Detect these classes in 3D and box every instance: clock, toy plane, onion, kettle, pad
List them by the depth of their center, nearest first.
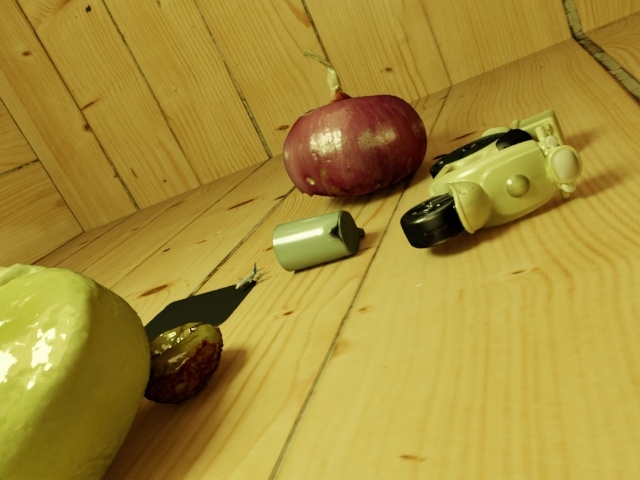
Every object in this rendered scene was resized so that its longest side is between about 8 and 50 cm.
[{"bbox_3d":[0.298,-0.117,0.907,0.276,0.120,0.379,-22,17,29],"label":"clock"},{"bbox_3d":[-0.001,0.005,1.031,0.147,0.127,0.098,-15,53,24],"label":"kettle"},{"bbox_3d":[-0.150,0.079,1.091,0.077,0.024,0.084,-11,29,34],"label":"toy plane"},{"bbox_3d":[-0.268,0.151,1.094,0.266,0.004,0.181,-16,20,28],"label":"pad"},{"bbox_3d":[0.090,-0.257,1.296,0.357,0.345,0.358,11,20,-4],"label":"onion"}]

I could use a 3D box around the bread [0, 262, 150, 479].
[{"bbox_3d":[-0.365,0.196,0.660,0.320,0.237,0.321,-11,57,17],"label":"bread"}]

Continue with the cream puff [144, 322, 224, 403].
[{"bbox_3d":[-0.208,0.186,0.785,0.148,0.085,0.149,-19,19,7],"label":"cream puff"}]
